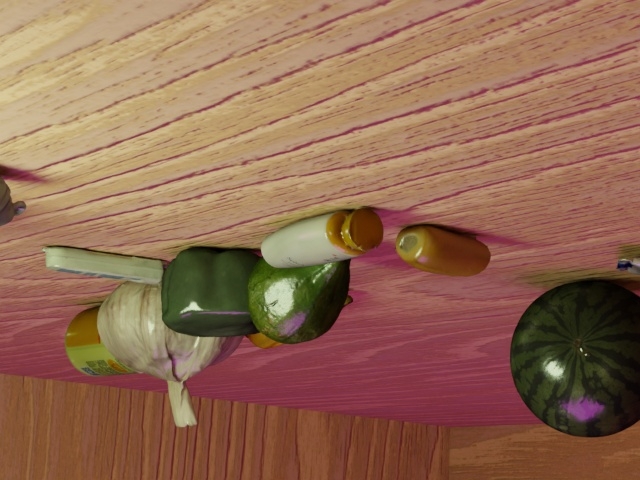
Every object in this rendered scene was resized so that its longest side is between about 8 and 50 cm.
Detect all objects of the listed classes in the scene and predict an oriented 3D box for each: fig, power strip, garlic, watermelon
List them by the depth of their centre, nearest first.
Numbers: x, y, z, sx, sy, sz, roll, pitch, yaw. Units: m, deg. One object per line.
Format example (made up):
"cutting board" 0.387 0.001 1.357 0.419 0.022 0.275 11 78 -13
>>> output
"fig" -0.011 0.053 1.873 0.123 0.123 0.156 13 154 -40
"watermelon" 0.348 0.153 2.033 0.212 0.212 0.212 3 169 1
"power strip" -0.277 0.034 2.072 0.191 0.030 0.047 9 169 -26
"garlic" -0.209 0.159 2.234 0.218 0.212 0.218 -2 171 0

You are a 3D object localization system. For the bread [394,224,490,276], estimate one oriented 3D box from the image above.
"bread" 0.136 0.014 1.782 0.103 0.049 0.062 15 164 -40

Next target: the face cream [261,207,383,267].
"face cream" 0.000 0.000 1.744 0.072 0.051 0.182 15 164 -32

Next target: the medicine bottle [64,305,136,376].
"medicine bottle" -0.303 0.153 2.478 0.124 0.124 0.239 11 166 -34

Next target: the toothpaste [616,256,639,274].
"toothpaste" 0.505 0.047 1.808 0.323 0.066 0.100 6 175 9

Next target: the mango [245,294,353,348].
"mango" -0.036 0.109 2.263 0.187 0.066 0.101 -21 177 35

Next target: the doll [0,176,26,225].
"doll" -0.382 -0.048 1.590 0.180 0.079 0.094 17 132 -32

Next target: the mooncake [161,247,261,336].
"mooncake" -0.121 0.068 2.009 0.168 0.104 0.175 14 163 -32
